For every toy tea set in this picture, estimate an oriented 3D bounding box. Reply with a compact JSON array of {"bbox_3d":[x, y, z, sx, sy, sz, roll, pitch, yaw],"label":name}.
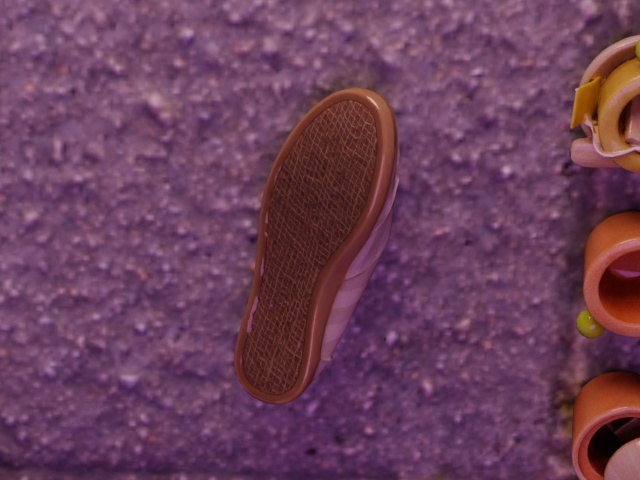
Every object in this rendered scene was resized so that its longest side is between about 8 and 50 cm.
[{"bbox_3d":[0.250,0.037,1.227,0.200,0.124,0.336,0,119,-2],"label":"toy tea set"}]

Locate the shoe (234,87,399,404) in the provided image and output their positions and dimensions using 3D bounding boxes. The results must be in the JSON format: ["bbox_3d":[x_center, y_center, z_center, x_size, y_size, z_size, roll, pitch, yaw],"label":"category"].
[{"bbox_3d":[0.000,0.000,1.246,0.077,0.058,0.219,28,115,18],"label":"shoe"}]
